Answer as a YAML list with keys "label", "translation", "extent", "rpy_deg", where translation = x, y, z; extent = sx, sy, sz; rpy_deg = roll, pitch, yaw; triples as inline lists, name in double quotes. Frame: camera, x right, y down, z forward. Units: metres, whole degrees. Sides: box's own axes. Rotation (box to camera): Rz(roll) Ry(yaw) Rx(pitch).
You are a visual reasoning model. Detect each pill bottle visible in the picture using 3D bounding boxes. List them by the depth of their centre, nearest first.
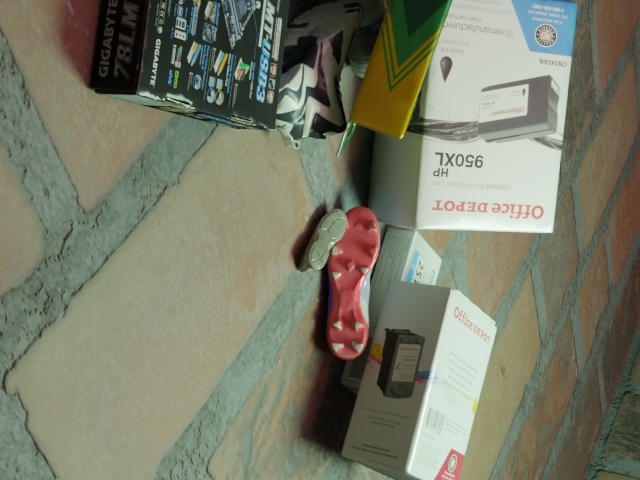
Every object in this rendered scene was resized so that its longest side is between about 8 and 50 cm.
- label: "pill bottle"
  translation: [0.071, -0.326, 1.700]
  extent: [0.078, 0.078, 0.137]
  rpy_deg: [-59, 144, -37]

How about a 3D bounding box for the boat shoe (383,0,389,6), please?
- label: "boat shoe"
  translation: [0.099, -0.463, 1.695]
  extent: [0.096, 0.098, 0.277]
  rpy_deg: [-47, 135, -46]

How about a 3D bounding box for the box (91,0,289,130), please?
- label: "box"
  translation: [-0.138, -0.296, 1.330]
  extent: [0.293, 0.073, 0.295]
  rpy_deg: [5, 92, -62]

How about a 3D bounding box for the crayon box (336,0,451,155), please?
- label: "crayon box"
  translation: [0.121, -0.273, 1.580]
  extent: [0.203, 0.083, 0.322]
  rpy_deg: [-61, 171, -75]

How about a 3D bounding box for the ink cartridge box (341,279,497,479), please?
- label: "ink cartridge box"
  translation: [0.171, 0.246, 1.845]
  extent: [0.226, 0.131, 0.306]
  rpy_deg: [39, 62, -55]

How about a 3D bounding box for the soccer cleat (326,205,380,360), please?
- label: "soccer cleat"
  translation: [0.048, 0.069, 1.783]
  extent: [0.095, 0.083, 0.248]
  rpy_deg: [123, -29, -87]

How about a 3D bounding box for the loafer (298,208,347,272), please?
- label: "loafer"
  translation: [0.000, 0.000, 1.707]
  extent: [0.045, 0.039, 0.125]
  rpy_deg: [44, 49, -17]

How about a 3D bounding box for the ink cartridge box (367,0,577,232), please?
- label: "ink cartridge box"
  translation: [0.252, -0.214, 1.847]
  extent: [0.286, 0.166, 0.394]
  rpy_deg: [1, 97, -26]

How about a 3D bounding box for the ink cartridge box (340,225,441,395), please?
- label: "ink cartridge box"
  translation: [0.151, 0.161, 1.990]
  extent: [0.261, 0.066, 0.296]
  rpy_deg: [45, 58, -55]

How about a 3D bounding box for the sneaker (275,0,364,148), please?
- label: "sneaker"
  translation: [-0.001, -0.226, 1.581]
  extent: [0.235, 0.094, 0.153]
  rpy_deg: [-59, 146, -36]
